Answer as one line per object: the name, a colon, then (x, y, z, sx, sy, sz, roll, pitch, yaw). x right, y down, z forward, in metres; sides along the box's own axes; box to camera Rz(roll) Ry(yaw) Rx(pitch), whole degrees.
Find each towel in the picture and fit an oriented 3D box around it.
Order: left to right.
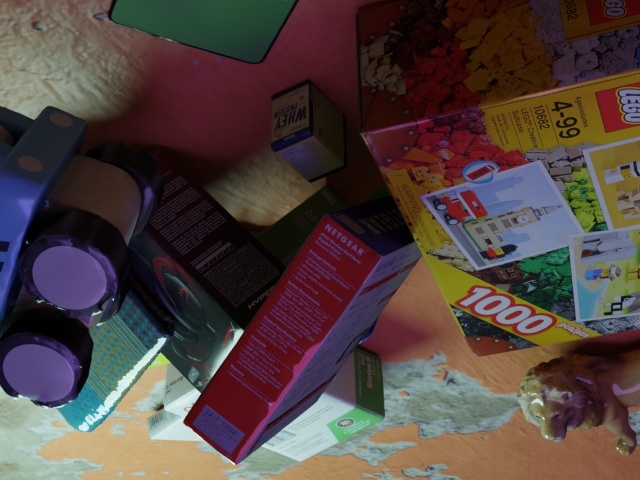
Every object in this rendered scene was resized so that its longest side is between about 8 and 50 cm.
towel: (-0.346, 0.103, 1.710, 0.271, 0.040, 0.370, 49, 140, 4)

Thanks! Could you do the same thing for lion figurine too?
lion figurine: (0.521, 0.222, 1.994, 0.392, 0.142, 0.240, -28, 131, 13)

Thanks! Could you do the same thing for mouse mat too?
mouse mat: (-0.127, -0.265, 1.374, 0.190, 0.007, 0.152, 15, 142, -19)

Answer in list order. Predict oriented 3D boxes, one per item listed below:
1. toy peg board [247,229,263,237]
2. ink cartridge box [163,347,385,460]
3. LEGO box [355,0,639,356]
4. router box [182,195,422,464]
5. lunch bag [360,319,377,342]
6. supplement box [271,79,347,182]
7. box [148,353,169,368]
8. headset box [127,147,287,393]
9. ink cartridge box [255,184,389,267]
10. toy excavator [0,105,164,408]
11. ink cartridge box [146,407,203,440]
toy peg board: (-0.126, 0.060, 1.775, 0.161, 0.079, 0.161, 10, 143, -15)
ink cartridge box: (-0.073, 0.225, 1.973, 0.289, 0.121, 0.211, 28, 136, -34)
LEGO box: (0.294, -0.087, 1.470, 0.372, 0.193, 0.500, -12, 143, 16)
router box: (0.001, 0.096, 1.523, 0.082, 0.335, 0.301, 37, 104, 10)
lunch bag: (0.011, 0.124, 1.849, 0.129, 0.096, 0.151, -34, 170, 40)
supplement box: (-0.014, -0.131, 1.500, 0.056, 0.083, 0.083, -22, 141, 27)
box: (-0.288, 0.145, 1.868, 0.178, 0.109, 0.042, -15, 144, 20)
headset box: (-0.182, 0.040, 1.611, 0.293, 0.110, 0.218, 44, 146, 13)
ink cartridge box: (0.000, 0.000, 1.670, 0.209, 0.062, 0.109, -37, 143, -9)
toy excavator: (-0.401, -0.083, 1.356, 0.445, 0.222, 0.433, 21, 122, -5)
ink cartridge box: (-0.190, 0.306, 2.177, 0.179, 0.045, 0.145, 8, 148, -44)
